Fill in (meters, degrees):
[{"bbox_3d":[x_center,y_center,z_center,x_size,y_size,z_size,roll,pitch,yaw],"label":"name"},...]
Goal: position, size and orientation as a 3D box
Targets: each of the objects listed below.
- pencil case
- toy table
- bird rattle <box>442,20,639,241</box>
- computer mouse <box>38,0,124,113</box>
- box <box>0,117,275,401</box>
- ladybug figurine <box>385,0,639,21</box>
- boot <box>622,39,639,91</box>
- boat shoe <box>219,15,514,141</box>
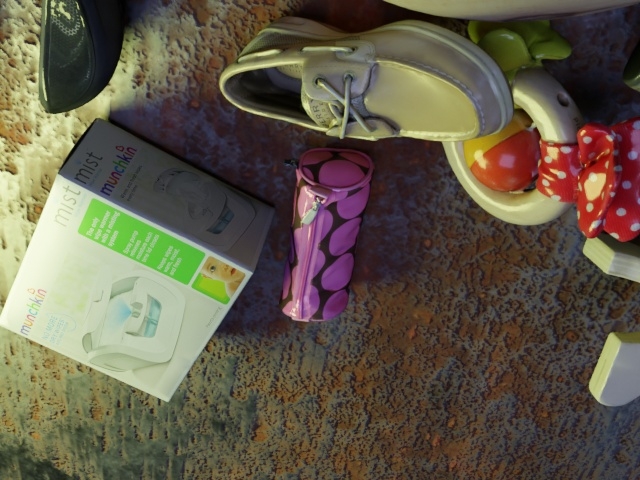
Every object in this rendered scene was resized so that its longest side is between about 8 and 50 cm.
[{"bbox_3d":[0.000,0.000,0.968,0.095,0.098,0.209,10,128,4],"label":"pencil case"},{"bbox_3d":[0.379,0.062,0.856,0.161,0.252,0.274,10,98,-11],"label":"toy table"},{"bbox_3d":[0.200,-0.098,0.814,0.253,0.143,0.207,50,151,4],"label":"bird rattle"},{"bbox_3d":[-0.219,-0.227,0.818,0.072,0.188,0.272,8,138,-11],"label":"computer mouse"},{"bbox_3d":[-0.217,0.028,1.020,0.231,0.127,0.262,28,128,-11],"label":"box"},{"bbox_3d":[0.163,-0.326,0.647,0.449,0.162,0.305,-1,125,13],"label":"ladybug figurine"},{"bbox_3d":[0.408,-0.163,0.727,0.229,0.091,0.263,32,108,-6],"label":"boot"},{"bbox_3d":[0.029,-0.131,0.770,0.302,0.098,0.109,22,144,42],"label":"boat shoe"}]
